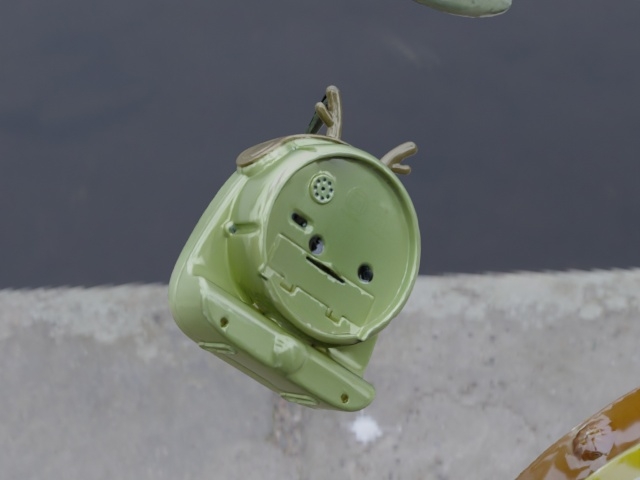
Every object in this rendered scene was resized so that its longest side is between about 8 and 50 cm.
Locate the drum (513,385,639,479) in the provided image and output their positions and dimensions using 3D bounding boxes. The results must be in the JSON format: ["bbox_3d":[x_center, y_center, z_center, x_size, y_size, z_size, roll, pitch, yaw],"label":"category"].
[{"bbox_3d":[0.296,0.270,0.862,0.431,0.431,0.214,-13,39,-8],"label":"drum"}]

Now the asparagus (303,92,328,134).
[{"bbox_3d":[-0.025,-0.100,1.657,0.022,0.233,0.023,-33,76,-35],"label":"asparagus"}]

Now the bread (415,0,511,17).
[{"bbox_3d":[0.024,-0.202,0.839,0.112,0.036,0.193,-16,60,-50],"label":"bread"}]

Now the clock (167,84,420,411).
[{"bbox_3d":[0.000,0.000,1.447,0.096,0.235,0.308,-5,56,58],"label":"clock"}]
